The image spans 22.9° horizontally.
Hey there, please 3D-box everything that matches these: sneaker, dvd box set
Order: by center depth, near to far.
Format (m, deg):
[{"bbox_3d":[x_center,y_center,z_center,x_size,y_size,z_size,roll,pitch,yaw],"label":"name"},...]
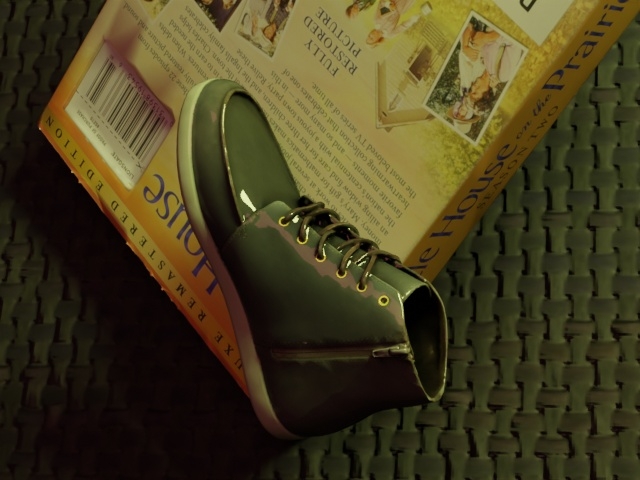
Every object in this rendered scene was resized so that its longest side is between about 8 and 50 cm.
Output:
[{"bbox_3d":[0.000,0.000,0.922,0.118,0.083,0.222,-17,93,33],"label":"sneaker"},{"bbox_3d":[0.009,-0.133,0.991,0.307,0.062,0.420,49,119,26],"label":"dvd box set"}]
